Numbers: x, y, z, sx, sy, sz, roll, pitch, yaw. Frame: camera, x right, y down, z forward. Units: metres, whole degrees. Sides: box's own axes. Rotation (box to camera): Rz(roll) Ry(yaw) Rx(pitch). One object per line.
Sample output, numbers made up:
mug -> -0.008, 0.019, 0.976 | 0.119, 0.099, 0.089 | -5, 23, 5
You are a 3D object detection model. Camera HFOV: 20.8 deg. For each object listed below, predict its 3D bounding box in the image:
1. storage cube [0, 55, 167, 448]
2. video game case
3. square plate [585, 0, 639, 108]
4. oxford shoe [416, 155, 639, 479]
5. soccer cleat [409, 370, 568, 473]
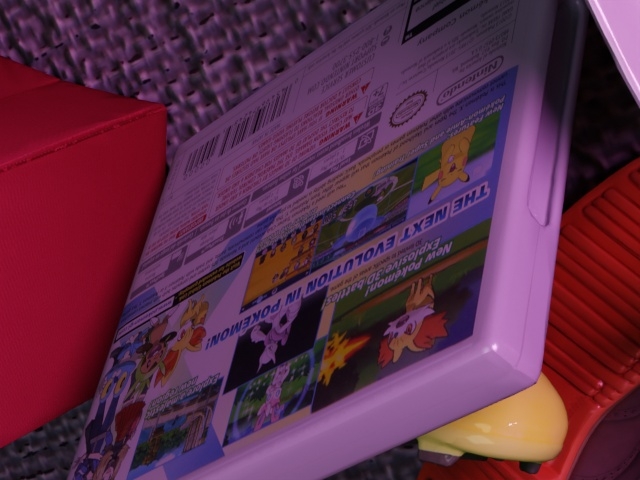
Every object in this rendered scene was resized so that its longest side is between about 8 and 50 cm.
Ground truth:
storage cube -> -0.227, 0.003, 1.107 | 0.184, 0.193, 0.215 | 18, 119, 31
video game case -> 0.000, 0.000, 0.887 | 0.036, 0.300, 0.329 | 36, 136, -25
square plate -> 0.206, -0.262, 0.664 | 0.347, 0.049, 0.344 | -28, 91, 6
oxford shoe -> 0.148, 0.066, 0.921 | 0.097, 0.098, 0.271 | 48, 115, 37
soccer cleat -> 0.048, 0.028, 0.890 | 0.289, 0.093, 0.121 | -136, 61, -67
